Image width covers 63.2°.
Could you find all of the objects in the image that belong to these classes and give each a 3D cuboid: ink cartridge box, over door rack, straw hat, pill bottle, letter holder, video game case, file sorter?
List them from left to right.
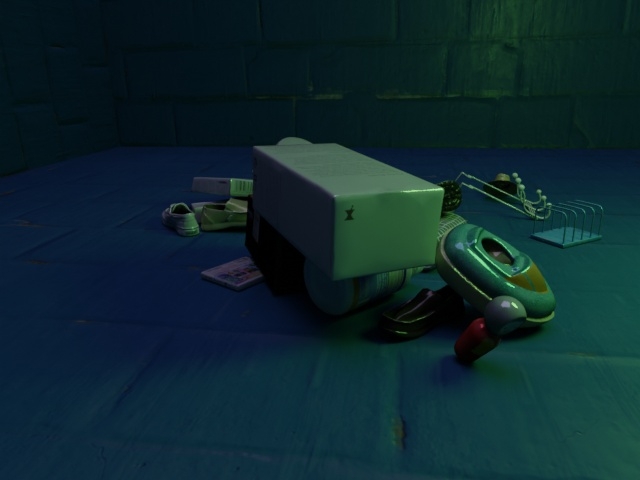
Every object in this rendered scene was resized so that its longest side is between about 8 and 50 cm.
[{"bbox_3d":[-0.308,-0.204,2.002,0.329,0.072,0.323,11,9,44],"label":"ink cartridge box"},{"bbox_3d":[-0.200,0.082,1.334,0.143,0.019,0.157,14,22,37],"label":"video game case"},{"bbox_3d":[-0.055,-0.007,1.344,0.214,0.152,0.302,-1,21,-21],"label":"letter holder"},{"bbox_3d":[0.109,0.059,1.171,0.271,0.153,0.152,-17,24,-38],"label":"pill bottle"},{"bbox_3d":[0.651,-0.184,1.871,0.323,0.108,0.239,16,20,10],"label":"over door rack"},{"bbox_3d":[0.716,-0.230,2.051,0.144,0.061,0.144,12,-18,4],"label":"straw hat"},{"bbox_3d":[0.742,-0.054,1.560,0.170,0.105,0.118,-10,20,-26],"label":"file sorter"}]

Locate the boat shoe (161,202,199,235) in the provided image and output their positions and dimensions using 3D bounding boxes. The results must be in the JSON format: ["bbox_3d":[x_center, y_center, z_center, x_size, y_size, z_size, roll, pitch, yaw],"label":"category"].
[{"bbox_3d":[-0.473,-0.087,1.764,0.095,0.084,0.258,-14,22,-34],"label":"boat shoe"}]

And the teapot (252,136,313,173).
[{"bbox_3d":[-0.100,-0.287,2.151,0.256,0.187,0.252,42,43,13],"label":"teapot"}]

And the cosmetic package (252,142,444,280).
[{"bbox_3d":[0.028,-0.087,1.106,0.229,0.162,0.453,-7,22,-23],"label":"cosmetic package"}]

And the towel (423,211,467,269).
[{"bbox_3d":[0.241,-0.020,1.458,0.283,0.122,0.235,10,20,32],"label":"towel"}]

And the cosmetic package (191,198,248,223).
[{"bbox_3d":[-0.333,-0.107,1.855,0.238,0.061,0.099,-7,14,-19],"label":"cosmetic package"}]

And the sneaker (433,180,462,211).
[{"bbox_3d":[0.243,-0.104,1.418,0.283,0.108,0.124,-5,3,-32],"label":"sneaker"}]

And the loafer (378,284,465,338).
[{"bbox_3d":[0.205,0.133,1.054,0.219,0.079,0.080,-14,22,-35],"label":"loafer"}]

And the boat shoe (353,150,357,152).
[{"bbox_3d":[0.033,-0.233,1.671,0.089,0.105,0.285,13,23,30],"label":"boat shoe"}]

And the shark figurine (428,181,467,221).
[{"bbox_3d":[0.438,-0.141,1.841,0.166,0.116,0.278,5,21,14],"label":"shark figurine"}]

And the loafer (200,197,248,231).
[{"bbox_3d":[-0.274,-0.096,1.714,0.268,0.092,0.102,-12,20,3],"label":"loafer"}]

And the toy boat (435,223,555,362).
[{"bbox_3d":[0.337,0.092,0.985,0.267,0.148,0.318,34,38,3],"label":"toy boat"}]
